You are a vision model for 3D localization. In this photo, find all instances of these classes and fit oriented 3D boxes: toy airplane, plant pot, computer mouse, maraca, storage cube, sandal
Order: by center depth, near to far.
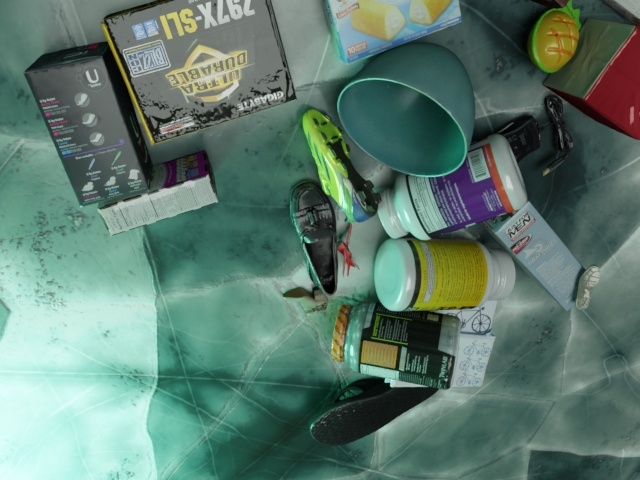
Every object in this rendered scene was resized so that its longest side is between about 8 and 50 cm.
[{"bbox_3d":[0.208,-0.303,1.217,0.290,0.290,0.195,43,64,-30],"label":"plant pot"},{"bbox_3d":[0.536,-0.469,1.293,0.127,0.099,0.186,38,77,-31],"label":"maraca"},{"bbox_3d":[0.680,-0.376,1.315,0.193,0.215,0.184,25,110,-19],"label":"storage cube"},{"bbox_3d":[0.067,0.035,1.438,0.028,0.151,0.151,-2,124,22],"label":"toy airplane"},{"bbox_3d":[0.517,-0.229,1.441,0.262,0.060,0.184,-38,117,-7],"label":"computer mouse"},{"bbox_3d":[0.160,0.480,1.718,0.445,0.107,0.168,-19,121,-19],"label":"sandal"}]

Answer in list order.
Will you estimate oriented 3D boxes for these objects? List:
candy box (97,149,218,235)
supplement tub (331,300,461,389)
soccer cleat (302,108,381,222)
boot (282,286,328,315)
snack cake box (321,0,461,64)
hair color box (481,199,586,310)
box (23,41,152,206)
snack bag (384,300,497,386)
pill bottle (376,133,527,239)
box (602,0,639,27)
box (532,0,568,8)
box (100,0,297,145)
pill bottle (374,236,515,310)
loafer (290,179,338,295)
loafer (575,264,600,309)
[{"bbox_3d":[-0.343,-0.105,1.215,0.233,0.159,0.071,-17,120,-5],"label":"candy box"},{"bbox_3d":[0.198,0.268,1.494,0.315,0.193,0.194,9,119,12],"label":"supplement tub"},{"bbox_3d":[0.027,-0.162,1.313,0.121,0.093,0.289,-20,111,39],"label":"soccer cleat"},{"bbox_3d":[-0.037,0.166,1.517,0.118,0.042,0.087,-9,128,-2],"label":"boot"},{"bbox_3d":[0.144,-0.489,1.177,0.264,0.089,0.152,-22,122,-3],"label":"snack cake box"},{"bbox_3d":[0.552,0.009,1.502,0.113,0.185,0.374,-45,120,10],"label":"hair color box"},{"bbox_3d":[-0.440,-0.229,1.117,0.143,0.165,0.270,-15,121,-6],"label":"box"},{"bbox_3d":[0.367,0.268,1.645,0.323,0.037,0.343,6,104,-19],"label":"snack bag"},{"bbox_3d":[0.302,-0.112,1.338,0.322,0.181,0.181,-20,124,24],"label":"pill bottle"},{"bbox_3d":[0.728,-0.550,1.315,0.324,0.063,0.067,19,110,-24],"label":"box"},{"bbox_3d":[0.507,-0.694,1.136,0.191,0.143,0.381,24,111,-25],"label":"box"},{"bbox_3d":[-0.234,-0.365,1.151,0.322,0.079,0.257,-18,119,-5],"label":"box"},{"bbox_3d":[0.324,0.087,1.479,0.333,0.188,0.188,1,118,-19],"label":"pill bottle"},{"bbox_3d":[0.000,0.000,1.401,0.109,0.095,0.303,-16,121,-6],"label":"loafer"},{"bbox_3d":[0.686,0.116,1.472,0.045,0.039,0.125,14,111,12],"label":"loafer"}]
